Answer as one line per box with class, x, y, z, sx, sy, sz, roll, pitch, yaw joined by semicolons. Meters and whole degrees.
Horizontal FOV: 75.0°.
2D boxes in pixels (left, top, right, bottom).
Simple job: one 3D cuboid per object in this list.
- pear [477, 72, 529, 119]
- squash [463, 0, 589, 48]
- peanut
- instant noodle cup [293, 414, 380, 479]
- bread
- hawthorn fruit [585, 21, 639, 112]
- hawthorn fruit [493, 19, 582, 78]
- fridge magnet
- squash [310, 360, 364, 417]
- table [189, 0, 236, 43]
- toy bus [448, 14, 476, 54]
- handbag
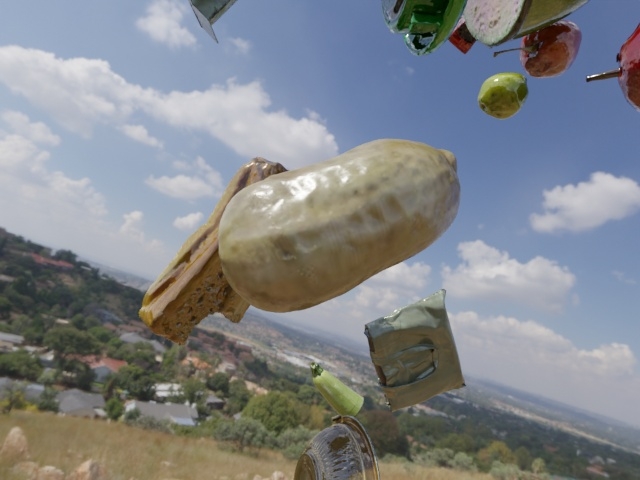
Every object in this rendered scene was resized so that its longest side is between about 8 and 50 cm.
pear;0.365;-0.290;0.823;0.092;0.097;0.092;47;4;-4
squash;0.555;-0.662;1.023;0.309;0.310;0.310;-13;-9;-8
peanut;0.029;-0.025;0.387;0.253;0.122;0.137;-25;7;-11
instant noodle cup;0.009;0.479;0.808;0.091;0.273;0.274;14;-10;-20
bread;-0.164;0.030;0.788;0.109;0.380;0.185;22;-19;40
hawthorn fruit;0.634;-0.317;0.748;0.266;0.210;0.230;-5;-14;32
hawthorn fruit;0.586;-0.526;1.134;0.286;0.165;0.165;-11;7;-35
fridge magnet;0.130;-0.338;0.508;0.089;0.207;0.208;-1;-10;-7
squash;0.041;0.479;1.363;0.224;0.094;0.094;47;-16;-5
table;-0.184;-0.489;0.805;0.062;0.146;0.175;44;-1;-3
toy bus;0.450;-0.645;1.263;0.081;0.195;0.089;37;-39;-6
handbag;0.262;0.314;1.148;0.253;0.315;0.109;-21;20;-12
